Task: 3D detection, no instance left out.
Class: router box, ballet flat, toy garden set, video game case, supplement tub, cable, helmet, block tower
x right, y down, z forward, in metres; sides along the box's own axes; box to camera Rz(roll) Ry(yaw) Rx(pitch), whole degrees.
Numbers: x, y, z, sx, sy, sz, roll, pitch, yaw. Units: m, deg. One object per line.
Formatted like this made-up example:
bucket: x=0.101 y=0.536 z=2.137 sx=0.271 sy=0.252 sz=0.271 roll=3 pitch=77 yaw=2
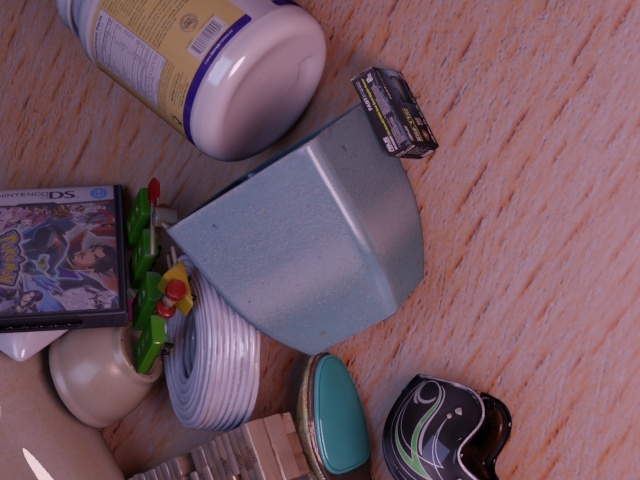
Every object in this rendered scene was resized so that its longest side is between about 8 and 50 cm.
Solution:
router box: x=0.100 y=-0.169 z=1.788 sx=0.038 sy=0.092 sz=0.122 roll=-32 pitch=77 yaw=27
ballet flat: x=0.020 y=0.330 z=1.847 sx=0.123 sy=0.123 sz=0.348 roll=-23 pitch=82 yaw=28
toy garden set: x=-0.222 y=0.035 z=1.882 sx=0.204 sy=0.049 sz=0.244 roll=124 pitch=143 yaw=-55
video game case: x=-0.409 y=0.023 z=1.955 sx=0.275 sy=0.248 sz=0.035 roll=-101 pitch=12 yaw=-45
supplement tub: x=-0.182 y=-0.289 z=1.860 sx=0.331 sy=0.241 sz=0.241 roll=39 pitch=110 yaw=23
cable: x=-0.154 y=0.140 z=1.882 sx=0.257 sy=0.089 sz=0.257 roll=-153 pitch=66 yaw=-67
helmet: x=0.162 y=0.266 z=1.732 sx=0.169 sy=0.169 sz=0.161 roll=14 pitch=83 yaw=29
block tower: x=-0.145 y=0.331 z=1.888 sx=0.335 sy=0.091 sz=0.097 roll=-30 pitch=75 yaw=49

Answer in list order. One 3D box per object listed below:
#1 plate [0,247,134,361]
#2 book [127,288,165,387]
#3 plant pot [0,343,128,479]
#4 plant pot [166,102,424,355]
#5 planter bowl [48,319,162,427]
plate: x=-0.441 y=0.032 z=2.010 sx=0.277 sy=0.278 sz=0.045 roll=30 pitch=135 yaw=26
book: x=-0.280 y=0.148 z=2.054 sx=0.096 sy=0.035 sz=0.144 roll=-44 pitch=73 yaw=23
plant pot: x=-0.450 y=0.340 z=2.021 sx=0.334 sy=0.334 sz=0.305 roll=-39 pitch=85 yaw=25
plant pot: x=0.000 y=0.000 z=1.778 sx=0.248 sy=0.247 sz=0.252 roll=-29 pitch=97 yaw=27
planter bowl: x=-0.301 y=0.180 z=1.960 sx=0.109 sy=0.162 sz=0.162 roll=-25 pitch=80 yaw=25
